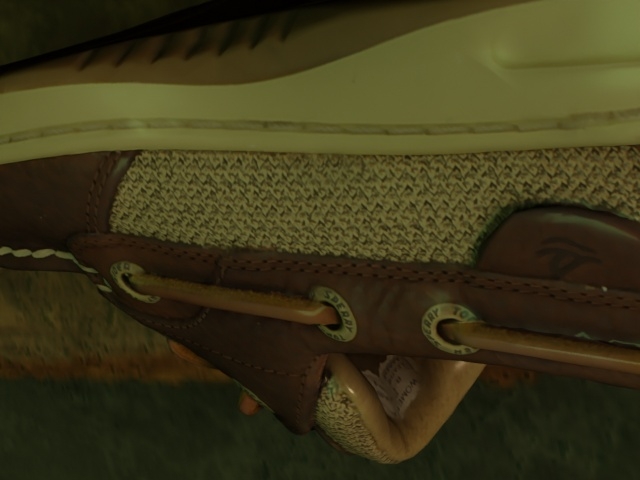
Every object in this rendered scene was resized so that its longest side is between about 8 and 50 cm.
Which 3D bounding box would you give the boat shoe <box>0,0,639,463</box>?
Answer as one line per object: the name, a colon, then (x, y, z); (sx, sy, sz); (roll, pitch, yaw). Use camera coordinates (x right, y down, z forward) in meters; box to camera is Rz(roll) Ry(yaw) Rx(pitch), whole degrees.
boat shoe: (0.000, 0.000, 0.448); (0.342, 0.123, 0.123); (-4, 105, 41)
